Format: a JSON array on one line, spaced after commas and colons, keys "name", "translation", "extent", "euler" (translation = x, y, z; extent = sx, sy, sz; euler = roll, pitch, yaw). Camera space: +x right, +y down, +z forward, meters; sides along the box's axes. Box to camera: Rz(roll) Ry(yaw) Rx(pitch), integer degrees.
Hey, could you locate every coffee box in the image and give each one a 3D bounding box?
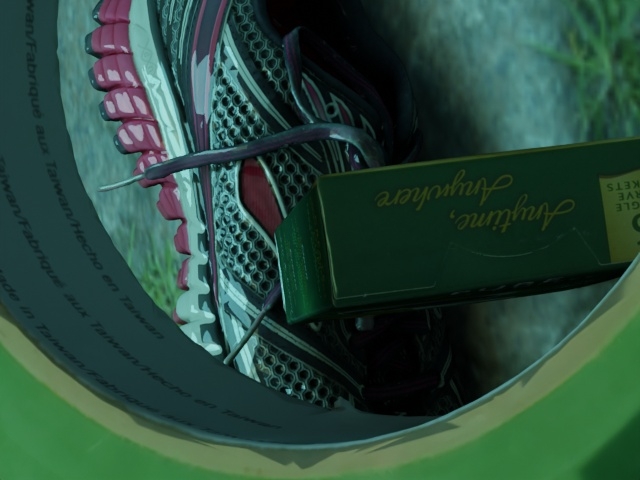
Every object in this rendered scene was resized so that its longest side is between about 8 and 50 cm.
[{"name": "coffee box", "translation": [0.046, 0.000, 0.642], "extent": [0.184, 0.113, 0.040], "euler": [134, 129, -84]}]

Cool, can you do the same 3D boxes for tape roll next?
[{"name": "tape roll", "translation": [0.005, -0.062, 0.501], "extent": [0.321, 0.077, 0.321], "euler": [0, 90, 26]}]

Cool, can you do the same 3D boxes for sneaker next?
[{"name": "sneaker", "translation": [0.000, 0.000, 0.779], "extent": [0.112, 0.121, 0.299], "euler": [-33, 73, 36]}]
